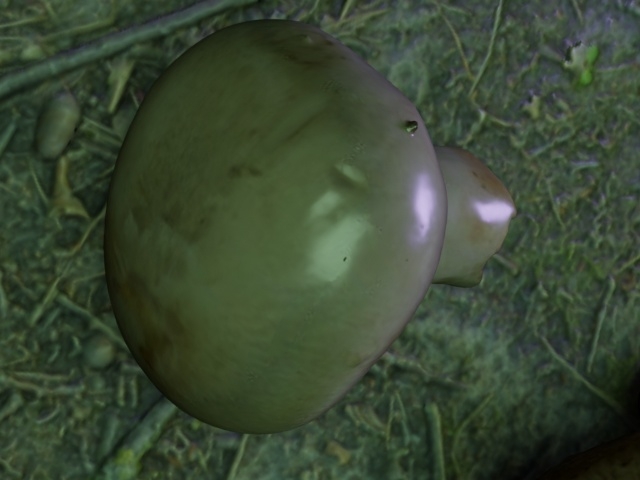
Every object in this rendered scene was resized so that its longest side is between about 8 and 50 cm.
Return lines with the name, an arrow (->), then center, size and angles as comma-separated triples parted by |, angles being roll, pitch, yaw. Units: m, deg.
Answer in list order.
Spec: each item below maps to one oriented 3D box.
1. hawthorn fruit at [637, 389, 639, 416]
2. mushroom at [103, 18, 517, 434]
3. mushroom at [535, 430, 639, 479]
hawthorn fruit -> 0.324, 0.131, 0.979 | 0.128, 0.128, 0.128 | 0, 91, -10
mushroom -> 0.000, 0.000, 0.873 | 0.290, 0.293, 0.292 | 11, 89, -39
mushroom -> 0.278, 0.330, 0.856 | 0.334, 0.356, 0.331 | -4, 128, -8
